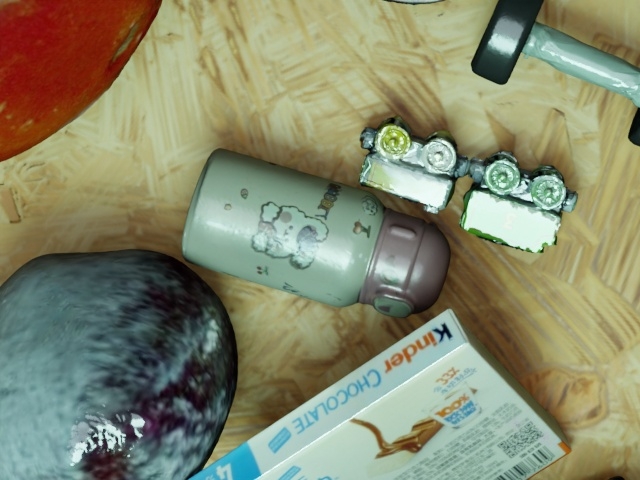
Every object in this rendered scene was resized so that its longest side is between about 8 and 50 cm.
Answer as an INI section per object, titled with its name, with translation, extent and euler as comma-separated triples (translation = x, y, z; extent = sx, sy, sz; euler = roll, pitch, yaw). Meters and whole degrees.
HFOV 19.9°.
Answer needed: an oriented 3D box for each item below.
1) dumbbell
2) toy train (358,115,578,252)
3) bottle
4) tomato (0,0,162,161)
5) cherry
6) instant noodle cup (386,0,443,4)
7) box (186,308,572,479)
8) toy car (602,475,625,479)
[dumbbell]
translation = 0.234, -0.154, 1.591
extent = 0.191, 0.100, 0.100
euler = 23, 98, 3
[toy train]
translation = 0.127, -0.049, 1.634
extent = 0.202, 0.060, 0.081
euler = 18, 104, 5
[bottle]
translation = 0.000, 0.000, 1.627
extent = 0.233, 0.110, 0.110
euler = 17, 98, 4
[tomato]
translation = -0.299, -0.235, 1.541
extent = 0.325, 0.290, 0.293
euler = -43, 84, 11
[cherry]
translation = -0.197, 0.124, 1.597
extent = 0.255, 0.296, 0.218
euler = -11, 123, 5
[instant noodle cup]
translation = 0.094, -0.325, 1.481
extent = 0.243, 0.231, 0.243
euler = 9, 122, 15
[box]
translation = 0.057, 0.196, 1.585
extent = 0.273, 0.265, 0.048
euler = -33, 54, 8
[toy car]
translation = 0.199, 0.319, 1.576
extent = 0.270, 0.212, 0.180
euler = -21, 81, 8
